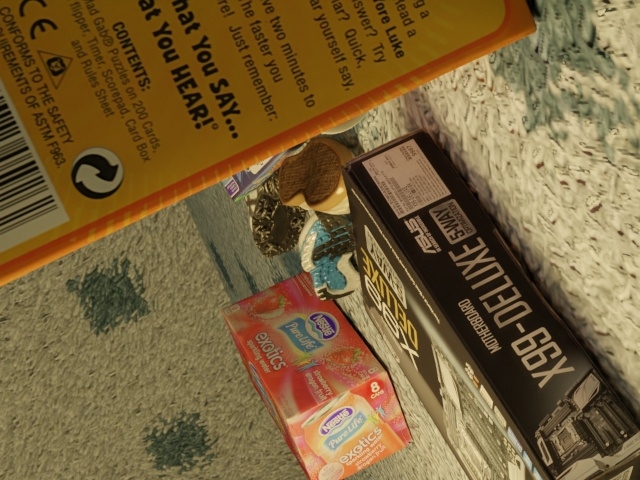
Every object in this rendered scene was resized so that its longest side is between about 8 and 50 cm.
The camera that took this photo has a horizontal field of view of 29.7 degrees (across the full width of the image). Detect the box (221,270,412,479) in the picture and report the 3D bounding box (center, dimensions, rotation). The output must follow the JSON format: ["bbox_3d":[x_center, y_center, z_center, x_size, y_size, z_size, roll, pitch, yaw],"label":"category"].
[{"bbox_3d":[-0.011,0.188,1.704,0.300,0.154,0.142,52,164,56],"label":"box"}]

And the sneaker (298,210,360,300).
[{"bbox_3d":[0.000,0.000,1.417,0.190,0.071,0.083,85,163,-63],"label":"sneaker"}]

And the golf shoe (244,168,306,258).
[{"bbox_3d":[-0.071,-0.072,1.607,0.094,0.077,0.198,-123,23,-53],"label":"golf shoe"}]

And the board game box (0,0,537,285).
[{"bbox_3d":[-0.146,-0.216,0.761,0.356,0.356,0.356,66,171,-12],"label":"board game box"}]

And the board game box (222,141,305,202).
[{"bbox_3d":[-0.094,-0.139,1.441,0.136,0.035,0.201,59,152,2],"label":"board game box"}]

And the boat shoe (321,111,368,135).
[{"bbox_3d":[-0.059,-0.224,1.016,0.302,0.114,0.091,67,164,-11],"label":"boat shoe"}]

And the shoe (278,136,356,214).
[{"bbox_3d":[0.010,-0.066,1.256,0.219,0.058,0.076,-173,89,-74],"label":"shoe"}]

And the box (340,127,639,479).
[{"bbox_3d":[0.128,0.098,0.948,0.307,0.077,0.242,58,169,30],"label":"box"}]
